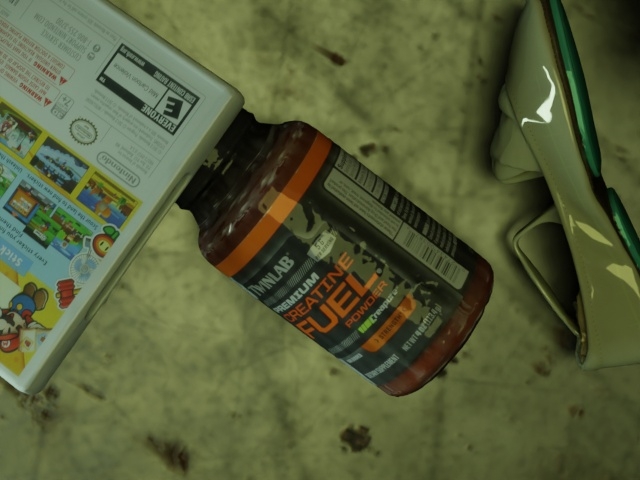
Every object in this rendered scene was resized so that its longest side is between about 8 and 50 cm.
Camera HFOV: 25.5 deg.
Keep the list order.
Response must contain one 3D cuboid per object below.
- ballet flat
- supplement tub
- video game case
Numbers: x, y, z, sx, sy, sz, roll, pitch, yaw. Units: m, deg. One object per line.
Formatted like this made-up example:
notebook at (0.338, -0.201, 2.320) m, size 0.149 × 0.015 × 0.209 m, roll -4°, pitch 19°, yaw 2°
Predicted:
ballet flat at (0.150, -0.030, 0.885) m, size 0.086 × 0.086 × 0.248 m, roll -23°, pitch 99°, yaw -5°
supplement tub at (0.000, 0.000, 0.851) m, size 0.198 × 0.106 × 0.106 m, roll 37°, pitch 90°, yaw -9°
video game case at (-0.190, -0.060, 0.815) m, size 0.227 × 0.026 × 0.206 m, roll 36°, pitch 90°, yaw 15°
